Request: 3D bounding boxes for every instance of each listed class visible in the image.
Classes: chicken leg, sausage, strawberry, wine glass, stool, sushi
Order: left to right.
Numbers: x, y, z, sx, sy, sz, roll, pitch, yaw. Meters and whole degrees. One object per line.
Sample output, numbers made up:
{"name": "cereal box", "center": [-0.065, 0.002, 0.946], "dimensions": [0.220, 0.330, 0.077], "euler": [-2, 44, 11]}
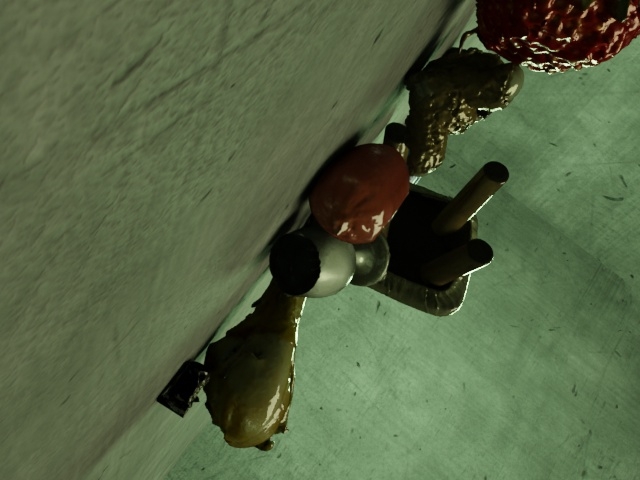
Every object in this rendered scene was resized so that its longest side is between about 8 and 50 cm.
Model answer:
{"name": "sushi", "center": [-0.229, 0.250, 1.409], "dimensions": [0.083, 0.056, 0.084], "euler": [-60, 175, 0]}
{"name": "chicken leg", "center": [-0.087, 0.176, 1.519], "dimensions": [0.153, 0.201, 0.429], "euler": [114, 1, -81]}
{"name": "wine glass", "center": [0.017, 0.032, 1.393], "dimensions": [0.126, 0.126, 0.241], "euler": [-54, 157, 20]}
{"name": "sausage", "center": [0.070, -0.081, 1.335], "dimensions": [0.148, 0.148, 0.254], "euler": [-56, 173, 35]}
{"name": "stool", "center": [0.207, -0.048, 1.690], "dimensions": [0.226, 0.310, 0.310], "euler": [117, -7, -53]}
{"name": "strawberry", "center": [0.340, -0.367, 1.232], "dimensions": [0.292, 0.292, 0.343], "euler": [-50, -173, -28]}

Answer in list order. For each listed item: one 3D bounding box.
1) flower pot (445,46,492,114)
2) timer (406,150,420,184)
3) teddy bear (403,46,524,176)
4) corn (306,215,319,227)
{"name": "flower pot", "center": [0.313, -0.346, 1.763], "dimensions": [0.157, 0.157, 0.107], "euler": [-48, 160, -45]}
{"name": "timer", "center": [0.185, -0.141, 2.202], "dimensions": [0.309, 0.115, 0.340], "euler": [-53, 176, 12]}
{"name": "teddy bear", "center": [0.232, -0.257, 1.484], "dimensions": [0.267, 0.156, 0.256], "euler": [-44, -179, 20]}
{"name": "corn", "center": [0.000, 0.000, 1.624], "dimensions": [0.080, 0.080, 0.231], "euler": [-49, 175, -36]}
